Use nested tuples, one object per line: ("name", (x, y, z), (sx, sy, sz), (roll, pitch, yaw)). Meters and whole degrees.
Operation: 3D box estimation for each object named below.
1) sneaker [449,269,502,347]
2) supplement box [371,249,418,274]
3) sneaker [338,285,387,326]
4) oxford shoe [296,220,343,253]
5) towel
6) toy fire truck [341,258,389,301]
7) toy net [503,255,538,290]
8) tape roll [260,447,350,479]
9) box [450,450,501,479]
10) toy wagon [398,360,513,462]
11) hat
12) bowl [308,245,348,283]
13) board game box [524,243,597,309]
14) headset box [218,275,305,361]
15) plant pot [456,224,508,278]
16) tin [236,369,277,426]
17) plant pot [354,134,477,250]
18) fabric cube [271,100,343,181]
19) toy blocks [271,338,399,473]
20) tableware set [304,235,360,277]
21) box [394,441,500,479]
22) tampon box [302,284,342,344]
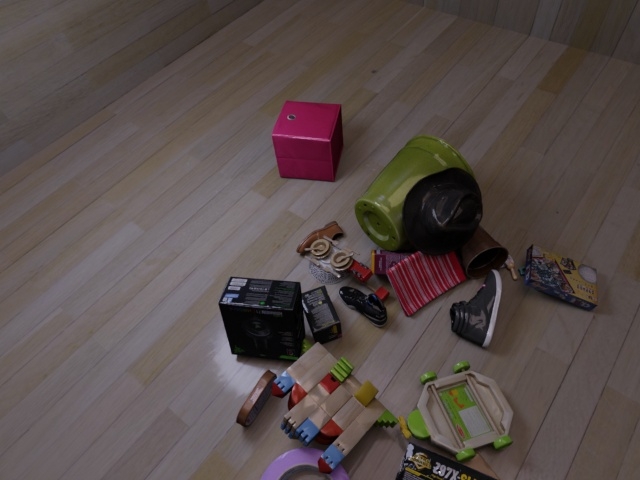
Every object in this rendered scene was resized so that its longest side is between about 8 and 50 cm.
("sneaker", (0.538, 0.214, 1.570), (0.147, 0.104, 0.295), (16, 62, 11))
("supplement box", (0.284, 0.081, 1.684), (0.188, 0.104, 0.080), (1, 98, 7))
("sneaker", (0.154, 0.208, 1.607), (0.217, 0.121, 0.079), (34, 63, 27))
("oxford shoe", (0.000, 0.000, 1.809), (0.212, 0.076, 0.076), (-32, 65, -17))
("towel", (0.385, 0.127, 1.617), (0.275, 0.198, 0.031), (-30, 15, -14))
("toy fire truck", (0.160, 0.139, 1.666), (0.047, 0.135, 0.192), (-44, 47, -15))
("toy net", (0.750, 0.097, 1.670), (0.232, 0.045, 0.122), (34, 65, 27))
("tape roll", (-0.041, 0.740, 1.265), (0.275, 0.090, 0.274), (-3, 55, 4))
("box", (0.410, 0.710, 1.277), (0.201, 0.021, 0.164), (-30, 56, -15))
("toy wagon", (0.399, 0.526, 1.366), (0.345, 0.068, 0.267), (-14, 49, -9))
("hat", (0.449, -0.085, 1.517), (0.331, 0.331, 0.134), (-27, 21, -13))
("bowl", (0.034, 0.078, 1.742), (0.170, 0.080, 0.170), (-3, 55, 4))
("board game box", (0.854, 0.128, 1.594), (0.243, 0.042, 0.165), (22, 53, 3))
("headset box", (-0.187, 0.272, 1.510), (0.247, 0.283, 0.131), (5, 39, 8))
("plant pot", (0.580, 0.028, 1.678), (0.167, 0.167, 0.165), (-18, 47, -7))
("tin", (-0.201, 0.506, 1.440), (0.040, 0.106, 0.189), (23, 60, 21))
("plant pot", (0.329, -0.151, 1.694), (0.353, 0.366, 0.366), (-37, 59, -20))
("fabric cube", (-0.048, -0.448, 2.021), (0.258, 0.259, 0.254), (8, 54, 12))
("toy blocks", (-0.002, 0.498, 1.333), (0.381, 0.190, 0.261), (41, 54, 20))
("tableware set", (0.035, 0.047, 1.675), (0.194, 0.039, 0.128), (28, 67, 36))
("box", (0.341, 0.724, 1.181), (0.322, 0.079, 0.257), (9, 54, 34))
("tampon box", (0.002, 0.265, 1.584), (0.102, 0.120, 0.161), (-19, 55, -7))
